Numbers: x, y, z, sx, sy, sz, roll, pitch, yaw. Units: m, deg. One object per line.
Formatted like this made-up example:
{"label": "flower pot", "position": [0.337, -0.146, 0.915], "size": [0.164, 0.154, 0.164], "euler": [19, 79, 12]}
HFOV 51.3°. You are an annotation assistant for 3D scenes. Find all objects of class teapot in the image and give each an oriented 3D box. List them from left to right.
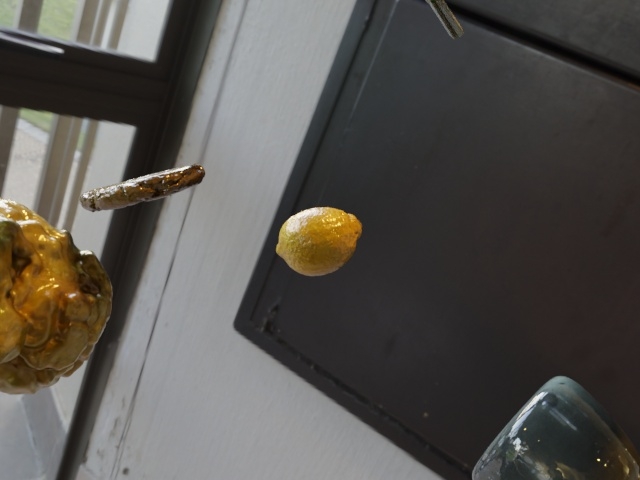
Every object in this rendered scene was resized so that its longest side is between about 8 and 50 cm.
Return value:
{"label": "teapot", "position": [0.381, 0.392, 0.984], "size": [0.285, 0.305, 0.223], "euler": [40, 42, 26]}

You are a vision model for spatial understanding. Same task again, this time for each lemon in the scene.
{"label": "lemon", "position": [0.000, 0.000, 1.379], "size": [0.187, 0.142, 0.142], "euler": [-19, 33, -8]}

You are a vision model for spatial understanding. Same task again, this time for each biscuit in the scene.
{"label": "biscuit", "position": [-0.301, -0.089, 1.139], "size": [0.226, 0.042, 0.226], "euler": [-14, 11, 3]}

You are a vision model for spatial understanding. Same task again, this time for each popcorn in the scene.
{"label": "popcorn", "position": [-0.403, 0.064, 0.840], "size": [0.264, 0.225, 0.332], "euler": [57, -3, 5]}

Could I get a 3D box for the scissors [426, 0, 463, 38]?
{"label": "scissors", "position": [0.177, -0.420, 1.108], "size": [0.204, 0.027, 0.101], "euler": [48, 29, -24]}
